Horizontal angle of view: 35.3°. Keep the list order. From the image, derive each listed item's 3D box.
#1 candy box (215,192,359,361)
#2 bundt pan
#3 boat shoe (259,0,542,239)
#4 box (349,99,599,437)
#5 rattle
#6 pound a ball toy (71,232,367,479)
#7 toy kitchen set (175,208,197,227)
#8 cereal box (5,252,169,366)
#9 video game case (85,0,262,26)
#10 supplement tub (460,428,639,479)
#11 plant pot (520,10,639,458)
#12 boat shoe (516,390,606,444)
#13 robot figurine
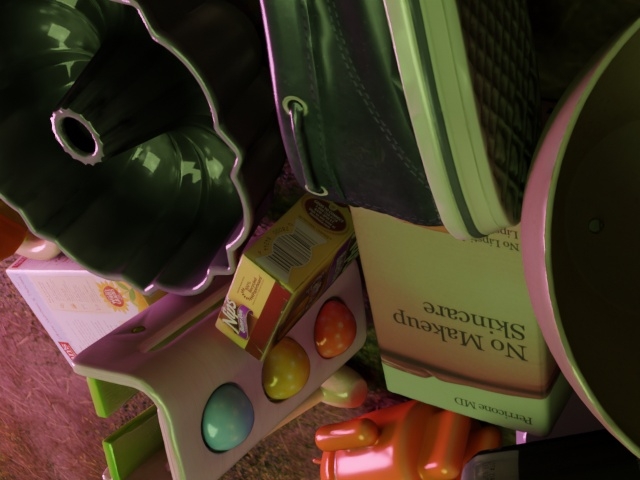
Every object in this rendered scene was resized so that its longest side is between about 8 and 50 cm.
[{"bbox_3d":[0.000,0.000,0.811,0.053,0.187,0.109,36,143,8],"label":"candy box"},{"bbox_3d":[-0.164,-0.118,0.833,0.330,0.124,0.331,22,138,21],"label":"bundt pan"},{"bbox_3d":[0.002,-0.223,0.531,0.156,0.187,0.500,1,122,29],"label":"boat shoe"},{"bbox_3d":[0.125,0.016,0.775,0.148,0.127,0.232,13,135,30],"label":"box"},{"bbox_3d":[-0.393,0.007,1.186,0.199,0.143,0.130,-13,138,39],"label":"rattle"},{"bbox_3d":[-0.050,0.132,0.918,0.135,0.319,0.208,7,117,35],"label":"pound a ball toy"},{"bbox_3d":[-0.134,0.042,1.052,0.166,0.122,0.207,9,113,33],"label":"toy kitchen set"},{"bbox_3d":[-0.259,0.090,1.227,0.240,0.047,0.173,0,128,40],"label":"cereal box"},{"bbox_3d":[-0.115,-0.250,0.787,0.204,0.025,0.285,51,141,-15],"label":"video game case"},{"bbox_3d":[0.275,0.227,0.742,0.316,0.194,0.194,-14,122,16],"label":"supplement tub"},{"bbox_3d":[0.236,-0.008,0.582,0.284,0.284,0.191,45,178,-7],"label":"plant pot"},{"bbox_3d":[0.244,0.249,0.938,0.301,0.108,0.102,61,167,-18],"label":"boat shoe"},{"bbox_3d":[0.087,0.231,1.022,0.219,0.158,0.128,-28,74,50],"label":"robot figurine"}]
